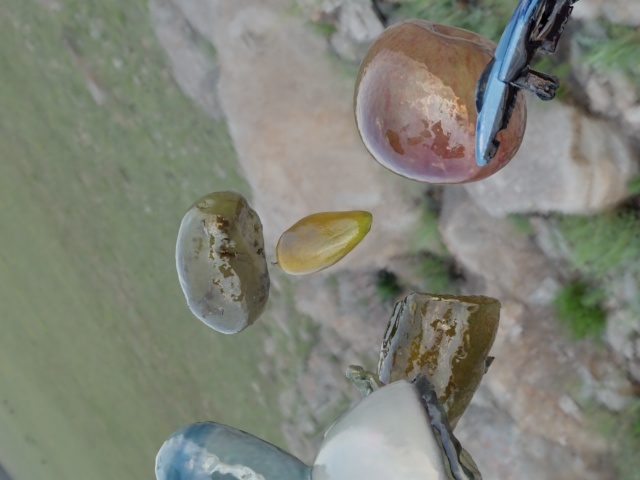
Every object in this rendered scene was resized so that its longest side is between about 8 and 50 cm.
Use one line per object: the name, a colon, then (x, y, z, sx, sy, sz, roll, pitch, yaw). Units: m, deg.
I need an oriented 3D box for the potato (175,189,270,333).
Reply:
potato: (-0.172, 0.041, 2.191, 0.165, 0.165, 0.262, 25, 120, 57)

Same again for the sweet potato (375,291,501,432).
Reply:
sweet potato: (0.150, 0.216, 1.838, 0.158, 0.158, 0.369, 39, 125, 40)

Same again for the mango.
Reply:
mango: (0.000, 0.000, 2.013, 0.066, 0.187, 0.101, 46, -148, -43)

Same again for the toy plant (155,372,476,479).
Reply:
toy plant: (-0.031, 0.261, 1.077, 0.247, 0.332, 0.247, 164, 90, -88)

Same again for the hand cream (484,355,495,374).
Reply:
hand cream: (0.189, 0.202, 1.956, 0.163, 0.062, 0.039, -15, 97, 30)

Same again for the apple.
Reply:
apple: (0.214, -0.261, 2.252, 0.345, 0.345, 0.269, 31, 133, 52)

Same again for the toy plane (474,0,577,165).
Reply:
toy plane: (0.178, -0.178, 1.028, 0.078, 0.246, 0.169, 11, -175, 0)

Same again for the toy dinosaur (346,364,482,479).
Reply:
toy dinosaur: (0.114, 0.234, 1.365, 0.294, 0.077, 0.162, 57, -165, 27)
